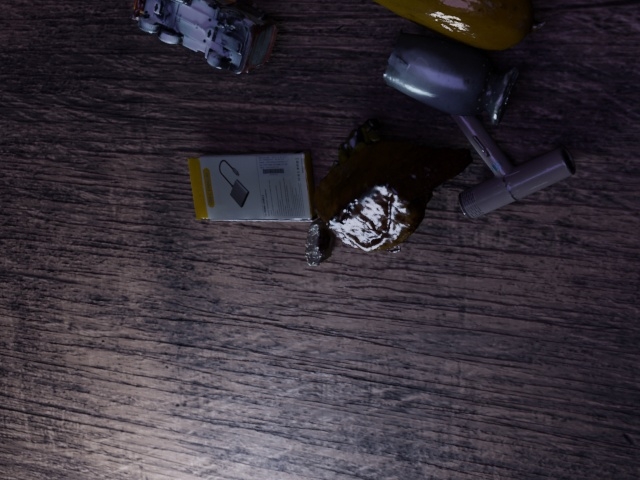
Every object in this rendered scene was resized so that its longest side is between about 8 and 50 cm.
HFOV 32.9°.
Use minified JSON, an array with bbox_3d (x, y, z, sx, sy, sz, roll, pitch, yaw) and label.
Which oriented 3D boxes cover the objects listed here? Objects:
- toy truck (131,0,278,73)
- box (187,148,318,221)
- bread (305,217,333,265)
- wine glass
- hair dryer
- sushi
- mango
[{"bbox_3d":[-0.209,-0.388,1.889,0.270,0.135,0.114,29,119,19],"label":"toy truck"},{"bbox_3d":[-0.125,-0.101,1.997,0.247,0.033,0.129,2,108,25],"label":"box"},{"bbox_3d":[0.000,0.000,1.951,0.035,0.070,0.083,7,104,22],"label":"bread"},{"bbox_3d":[0.208,-0.259,1.723,0.204,0.111,0.111,20,114,11],"label":"wine glass"},{"bbox_3d":[0.288,-0.170,1.775,0.195,0.053,0.220,-24,89,29],"label":"hair dryer"},{"bbox_3d":[0.103,-0.091,1.825,0.166,0.179,0.296,32,144,-12],"label":"sushi"},{"bbox_3d":[0.195,-0.372,1.672,0.316,0.176,0.119,19,97,21],"label":"mango"}]
